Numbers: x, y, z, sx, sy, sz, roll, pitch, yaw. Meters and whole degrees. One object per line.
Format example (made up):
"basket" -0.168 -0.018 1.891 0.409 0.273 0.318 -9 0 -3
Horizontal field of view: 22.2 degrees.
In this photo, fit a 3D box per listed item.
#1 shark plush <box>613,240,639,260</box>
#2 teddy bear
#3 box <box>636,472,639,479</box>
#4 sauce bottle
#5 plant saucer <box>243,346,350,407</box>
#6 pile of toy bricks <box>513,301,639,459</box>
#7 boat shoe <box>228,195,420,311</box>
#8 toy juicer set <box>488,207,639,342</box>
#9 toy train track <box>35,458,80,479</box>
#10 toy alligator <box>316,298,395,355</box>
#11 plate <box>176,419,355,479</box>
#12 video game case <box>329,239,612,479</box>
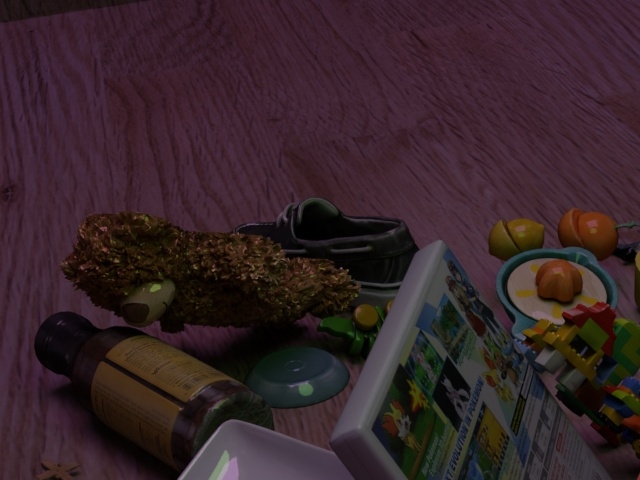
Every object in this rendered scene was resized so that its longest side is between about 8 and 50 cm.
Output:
"shark plush" 0.420 0.021 1.954 0.161 0.073 0.067 -14 -6 40
"teddy bear" -0.115 0.055 1.788 0.245 0.113 0.338 -1 -12 31
"box" 0.351 0.224 1.348 0.142 0.154 0.300 5 25 25
"sauce bottle" -0.186 0.152 1.710 0.111 0.111 0.344 -22 29 -31
"plant saucer" -0.028 0.145 1.794 0.119 0.021 0.119 -6 24 3
"pile of toy bricks" 0.275 0.117 1.536 0.105 0.212 0.118 -51 29 -5
"boat shoe" 0.000 0.000 1.985 0.335 0.119 0.121 7 28 41
"toy juicer set" 0.238 0.039 1.817 0.329 0.089 0.209 -21 46 -25
"toy train track" -0.254 0.244 1.644 0.048 0.014 0.083 -17 30 -39
"toy alligator" 0.088 0.099 1.841 0.189 0.056 0.051 -8 65 -23
"plate" -0.045 0.291 1.353 0.277 0.045 0.278 13 51 35
"video game case" 0.140 0.189 1.337 0.036 0.300 0.329 -30 14 26
